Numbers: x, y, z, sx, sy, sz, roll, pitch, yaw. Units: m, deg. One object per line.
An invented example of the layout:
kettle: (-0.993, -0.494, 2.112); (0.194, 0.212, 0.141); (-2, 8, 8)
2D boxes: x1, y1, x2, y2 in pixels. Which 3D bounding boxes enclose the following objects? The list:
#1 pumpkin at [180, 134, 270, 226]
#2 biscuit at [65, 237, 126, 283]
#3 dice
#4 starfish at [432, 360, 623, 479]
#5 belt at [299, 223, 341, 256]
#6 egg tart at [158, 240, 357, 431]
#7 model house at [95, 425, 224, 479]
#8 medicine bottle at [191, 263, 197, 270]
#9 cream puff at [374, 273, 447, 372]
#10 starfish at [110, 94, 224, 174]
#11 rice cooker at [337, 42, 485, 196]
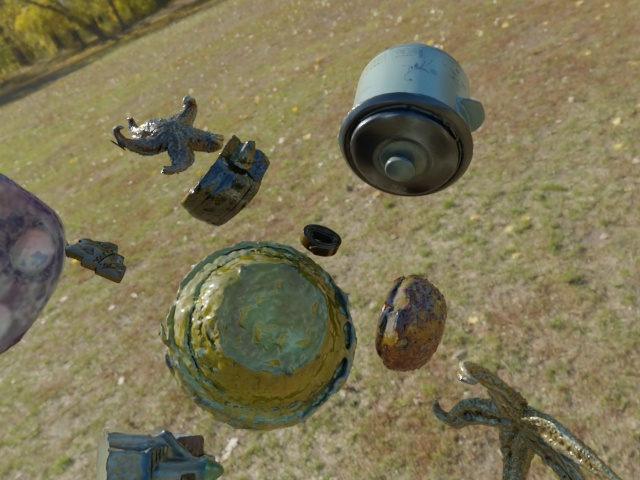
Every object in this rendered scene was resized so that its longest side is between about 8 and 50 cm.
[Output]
pumpkin: (-0.215, -0.147, 1.497); (0.248, 0.131, 0.126); (-57, 15, -16)
biscuit: (-0.296, 0.025, 0.837); (0.092, 0.016, 0.082); (40, 22, 28)
dice: (-0.566, 0.012, 0.896); (0.270, 0.271, 0.270); (16, 71, 31)
starfish: (0.314, 0.311, 1.010); (0.094, 0.327, 0.375); (-39, 12, -26)
belt: (0.000, 0.000, 1.260); (0.083, 0.036, 0.059); (21, 49, -3)
egg tart: (-0.108, 0.165, 1.180); (0.387, 0.388, 0.169); (-37, -9, -25)
model house: (-0.372, 0.547, 1.427); (0.284, 0.244, 0.298); (2, -12, -23)
medicine bottle: (-0.294, 0.076, 1.647); (0.089, 0.052, 0.052); (-16, 19, -29)
cream puff: (0.221, 0.200, 1.491); (0.163, 0.240, 0.240); (18, 44, 27)
starfish: (-0.420, -0.286, 1.669); (0.303, 0.113, 0.312); (-26, 50, -39)
rice cooker: (0.183, -0.239, 1.274); (0.316, 0.264, 0.317); (-15, 43, 14)
